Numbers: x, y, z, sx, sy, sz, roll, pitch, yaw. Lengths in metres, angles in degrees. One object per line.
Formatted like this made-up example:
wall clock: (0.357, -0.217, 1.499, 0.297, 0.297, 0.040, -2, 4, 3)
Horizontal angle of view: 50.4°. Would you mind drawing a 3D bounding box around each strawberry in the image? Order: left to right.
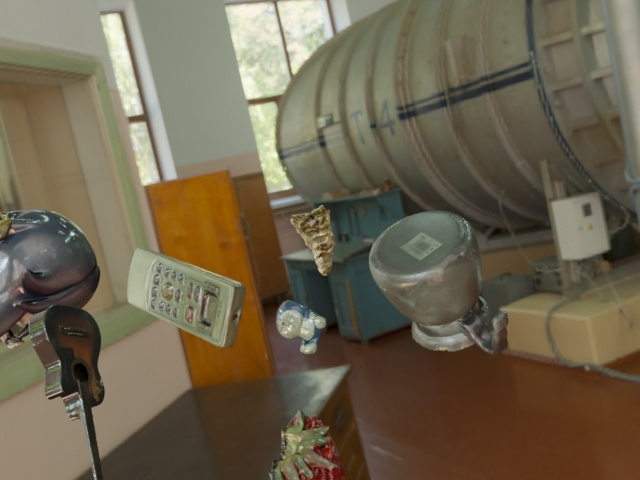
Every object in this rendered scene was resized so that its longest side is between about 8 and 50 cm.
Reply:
strawberry: (-0.003, 0.518, 1.423, 0.138, 0.306, 0.233, -7, 34, 11)

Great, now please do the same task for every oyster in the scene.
oyster: (-0.001, -0.003, 1.474, 0.106, 0.061, 0.200, -26, -43, 18)

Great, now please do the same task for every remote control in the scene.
remote control: (-0.262, 0.101, 1.271, 0.285, 0.123, 0.038, 19, 9, 33)

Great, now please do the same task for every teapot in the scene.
teapot: (0.278, 0.107, 1.404, 0.305, 0.285, 0.223, 3, 43, 38)

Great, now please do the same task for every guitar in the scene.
guitar: (-0.250, 0.177, 0.707, 0.025, 0.233, 0.088, -22, -20, 14)

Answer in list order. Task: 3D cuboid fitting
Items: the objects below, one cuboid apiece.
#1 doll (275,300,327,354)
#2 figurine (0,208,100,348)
doll: (-0.031, 0.130, 1.038, 0.083, 0.076, 0.050, 23, 22, 15)
figurine: (-0.434, 0.064, 0.921, 0.265, 0.175, 0.197, -38, -16, -46)
